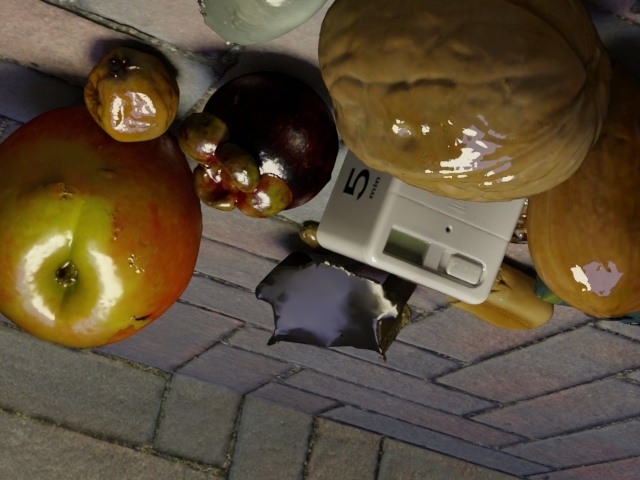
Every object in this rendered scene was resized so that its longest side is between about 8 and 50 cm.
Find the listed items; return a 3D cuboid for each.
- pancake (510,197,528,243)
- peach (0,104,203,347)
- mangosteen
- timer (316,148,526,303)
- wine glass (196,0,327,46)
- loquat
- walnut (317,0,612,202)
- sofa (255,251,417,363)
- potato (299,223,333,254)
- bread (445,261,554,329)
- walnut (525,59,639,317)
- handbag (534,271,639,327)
[{"bbox_3d":[0.264,-0.061,1.855,0.244,0.057,0.266,32,149,-23],"label":"pancake"},{"bbox_3d":[-0.339,-0.027,1.833,0.370,0.370,0.370,11,159,4],"label":"peach"},{"bbox_3d":[-0.076,-0.125,1.645,0.210,0.209,0.210,11,159,4],"label":"mangosteen"},{"bbox_3d":[0.136,-0.042,1.674,0.192,0.194,0.195,22,180,-22],"label":"timer"},{"bbox_3d":[-0.018,-0.297,1.248,0.143,0.143,0.321,22,157,-23],"label":"wine glass"},{"bbox_3d":[-0.258,-0.199,1.688,0.137,0.113,0.137,19,142,16],"label":"loquat"},{"bbox_3d":[0.148,-0.172,1.322,0.313,0.252,0.277,5,170,41],"label":"walnut"},{"bbox_3d":[0.037,0.088,2.191,0.258,0.182,0.200,6,-161,17],"label":"sofa"},{"bbox_3d":[0.000,0.000,2.143,0.092,0.045,0.046,38,-172,-47],"label":"potato"},{"bbox_3d":[0.312,0.089,2.136,0.173,0.085,0.134,27,151,-31],"label":"bread"},{"bbox_3d":[0.339,-0.059,1.416,0.203,0.297,0.203,3,-179,0],"label":"walnut"},{"bbox_3d":[0.440,-0.001,1.647,0.241,0.222,0.263,12,161,-12],"label":"handbag"}]
